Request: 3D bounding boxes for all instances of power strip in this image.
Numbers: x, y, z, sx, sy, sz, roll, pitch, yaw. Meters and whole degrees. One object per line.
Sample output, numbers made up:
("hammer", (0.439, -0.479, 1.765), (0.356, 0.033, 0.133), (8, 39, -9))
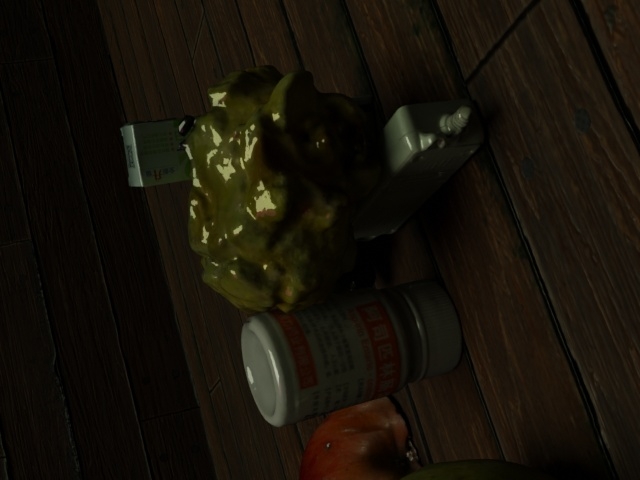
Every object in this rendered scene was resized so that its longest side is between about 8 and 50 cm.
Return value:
("power strip", (0.095, -0.079, 1.002), (0.338, 0.098, 0.058), (130, 129, -64))

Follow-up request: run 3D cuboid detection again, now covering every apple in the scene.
("apple", (0.053, 0.389, 1.266), (0.251, 0.163, 0.293), (99, 150, -45))

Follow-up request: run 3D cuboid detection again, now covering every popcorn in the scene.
("popcorn", (-0.049, -0.060, 0.956), (0.252, 0.215, 0.286), (156, 106, -75))

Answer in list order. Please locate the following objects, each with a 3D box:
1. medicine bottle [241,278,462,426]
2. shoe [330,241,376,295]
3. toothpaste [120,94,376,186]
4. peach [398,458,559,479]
("medicine bottle", (0.039, 0.133, 1.044), (0.144, 0.252, 0.144), (41, 138, 53))
("shoe", (0.000, 0.000, 1.256), (0.114, 0.137, 0.291), (-51, 32, 9))
("toothpaste", (-0.085, -0.135, 1.101), (0.067, 0.336, 0.081), (11, 110, 64))
("peach", (0.166, 0.364, 0.792), (0.314, 0.281, 0.315), (46, -165, -11))
